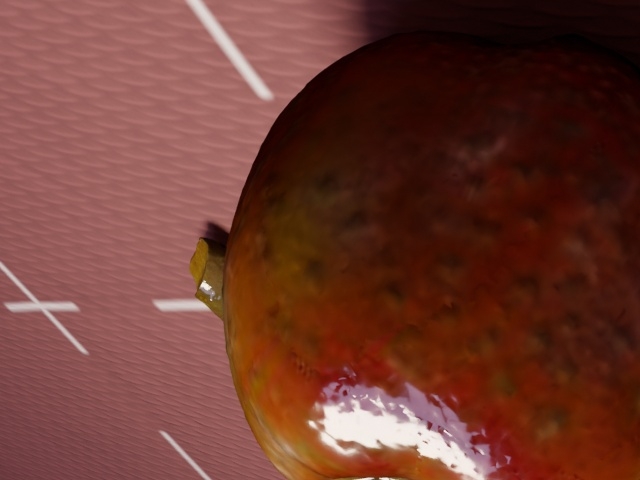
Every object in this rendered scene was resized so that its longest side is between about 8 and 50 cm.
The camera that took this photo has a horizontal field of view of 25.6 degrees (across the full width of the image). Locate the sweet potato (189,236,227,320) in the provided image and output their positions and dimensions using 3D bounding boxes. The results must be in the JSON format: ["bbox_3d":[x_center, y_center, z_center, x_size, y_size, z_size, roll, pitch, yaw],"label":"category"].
[{"bbox_3d":[-0.039,0.085,1.478,0.243,0.077,0.077,34,151,2],"label":"sweet potato"}]

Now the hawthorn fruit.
[{"bbox_3d":[0.114,0.065,0.993,0.402,0.403,0.403,25,149,16],"label":"hawthorn fruit"}]
